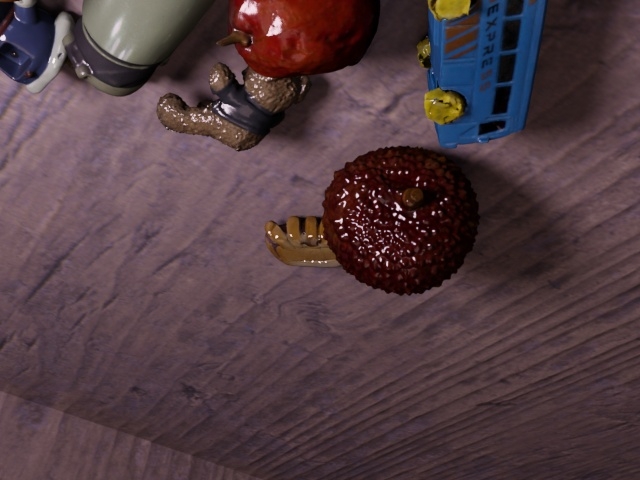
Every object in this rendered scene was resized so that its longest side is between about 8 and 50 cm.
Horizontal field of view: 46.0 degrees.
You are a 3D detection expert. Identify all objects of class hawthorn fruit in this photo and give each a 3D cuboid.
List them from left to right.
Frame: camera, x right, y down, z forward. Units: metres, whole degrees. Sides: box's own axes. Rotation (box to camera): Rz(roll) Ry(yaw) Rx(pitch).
[{"bbox_3d":[-0.040,-0.302,1.040,0.189,0.251,0.189,43,152,29],"label":"hawthorn fruit"}]

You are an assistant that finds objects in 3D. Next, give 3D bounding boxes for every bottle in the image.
[{"bbox_3d":[-0.255,-0.343,1.085,0.169,0.168,0.347,27,142,-22],"label":"bottle"}]

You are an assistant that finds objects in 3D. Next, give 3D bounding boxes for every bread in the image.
[{"bbox_3d":[0.000,0.000,1.549,0.225,0.081,0.134,1,148,7],"label":"bread"}]

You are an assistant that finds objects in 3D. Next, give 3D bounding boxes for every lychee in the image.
[{"bbox_3d":[0.139,-0.037,1.330,0.276,0.275,0.304,10,162,-2],"label":"lychee"}]

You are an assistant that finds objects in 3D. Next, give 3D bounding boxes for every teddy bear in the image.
[{"bbox_3d":[-0.133,-0.215,1.253,0.252,0.129,0.182,-22,170,29],"label":"teddy bear"}]

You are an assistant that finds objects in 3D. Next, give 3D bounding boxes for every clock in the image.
[{"bbox_3d":[-0.505,-0.343,1.153,0.200,0.146,0.243,-21,141,40],"label":"clock"}]

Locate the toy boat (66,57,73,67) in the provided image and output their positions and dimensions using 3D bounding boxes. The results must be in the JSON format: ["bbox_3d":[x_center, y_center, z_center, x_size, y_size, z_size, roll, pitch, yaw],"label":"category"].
[{"bbox_3d":[-0.362,-0.292,1.262,0.149,0.047,0.049,12,143,-6],"label":"toy boat"}]

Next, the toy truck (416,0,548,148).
[{"bbox_3d":[0.220,-0.302,1.048,0.163,0.161,0.384,-4,141,2],"label":"toy truck"}]
